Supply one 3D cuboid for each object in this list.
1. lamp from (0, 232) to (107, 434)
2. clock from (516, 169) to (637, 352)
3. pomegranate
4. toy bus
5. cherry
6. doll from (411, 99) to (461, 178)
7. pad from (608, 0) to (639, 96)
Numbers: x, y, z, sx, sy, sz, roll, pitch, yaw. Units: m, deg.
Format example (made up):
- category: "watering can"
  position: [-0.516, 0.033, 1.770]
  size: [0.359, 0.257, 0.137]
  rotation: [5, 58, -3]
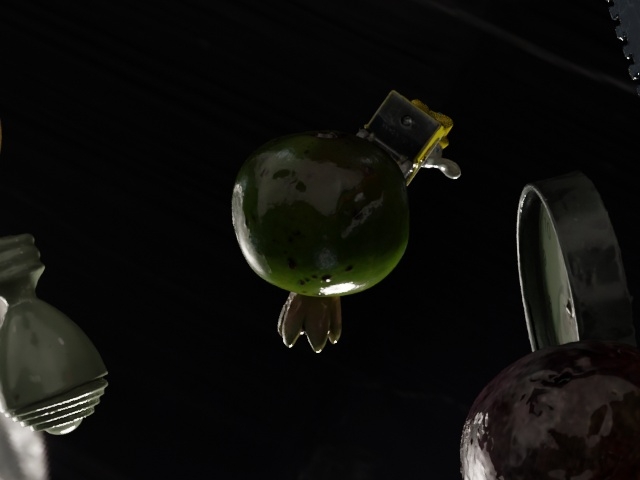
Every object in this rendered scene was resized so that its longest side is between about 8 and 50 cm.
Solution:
- category: "lamp"
  position: [-0.267, 0.088, 1.201]
  size: [0.106, 0.193, 0.106]
  rotation: [-20, -178, 1]
- category: "clock"
  position: [0.295, 0.079, 1.501]
  size: [0.319, 0.066, 0.318]
  rotation: [172, -90, -88]
- category: "pomegranate"
  position: [-0.001, 0.001, 1.292]
  size: [0.187, 0.187, 0.225]
  rotation: [-53, 149, -64]
- category: "toy bus"
  position: [0.044, -0.056, 1.425]
  size: [0.226, 0.081, 0.074]
  rotation: [-57, 171, 11]
- category: "cherry"
  position: [0.190, 0.159, 0.936]
  size: [0.195, 0.195, 0.195]
  rotation: [-62, 175, -10]
- category: "doll"
  position: [0.137, -0.145, 1.858]
  size: [0.071, 0.135, 0.113]
  rotation: [-47, -134, 36]
- category: "pad"
  position: [0.359, -0.226, 1.033]
  size: [0.269, 0.269, 0.012]
  rotation: [-25, 151, 22]
